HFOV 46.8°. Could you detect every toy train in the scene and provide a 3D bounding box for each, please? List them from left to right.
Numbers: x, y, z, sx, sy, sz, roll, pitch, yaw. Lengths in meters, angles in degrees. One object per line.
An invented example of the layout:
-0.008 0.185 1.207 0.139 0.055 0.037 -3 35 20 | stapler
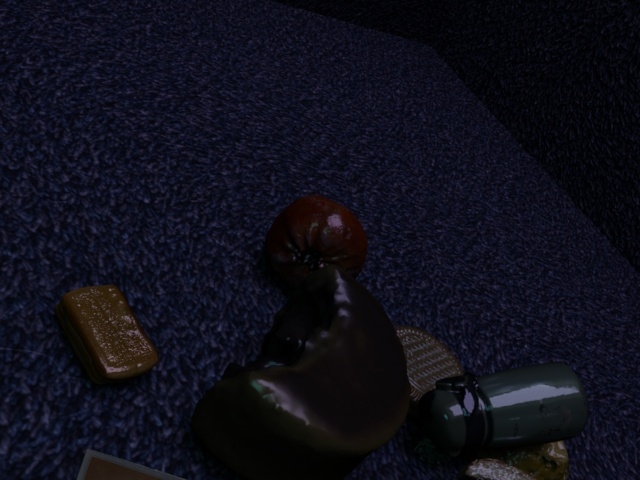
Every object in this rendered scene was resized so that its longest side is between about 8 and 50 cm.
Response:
0.237 0.443 1.563 0.083 0.033 0.053 21 30 -20 | toy train

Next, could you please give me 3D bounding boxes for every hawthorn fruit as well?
0.000 0.000 1.756 0.242 0.241 0.271 33 22 -2 | hawthorn fruit

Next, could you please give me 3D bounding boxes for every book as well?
-0.269 0.429 1.143 0.242 0.018 0.170 24 35 -15 | book

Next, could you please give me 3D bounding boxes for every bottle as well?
0.375 0.355 1.553 0.347 0.168 0.168 -4 45 -18 | bottle

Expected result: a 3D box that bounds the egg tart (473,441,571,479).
0.476 0.465 1.679 0.291 0.107 0.290 23 35 -17 | egg tart

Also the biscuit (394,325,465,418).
0.217 0.298 1.690 0.259 0.079 0.259 23 36 -18 | biscuit

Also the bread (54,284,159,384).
-0.383 0.170 1.323 0.116 0.077 0.200 -8 53 -49 | bread

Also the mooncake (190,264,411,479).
-0.044 0.250 1.363 0.394 0.246 0.393 6 47 -37 | mooncake

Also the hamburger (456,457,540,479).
0.374 0.544 1.441 0.155 0.246 0.282 -64 141 -33 | hamburger
